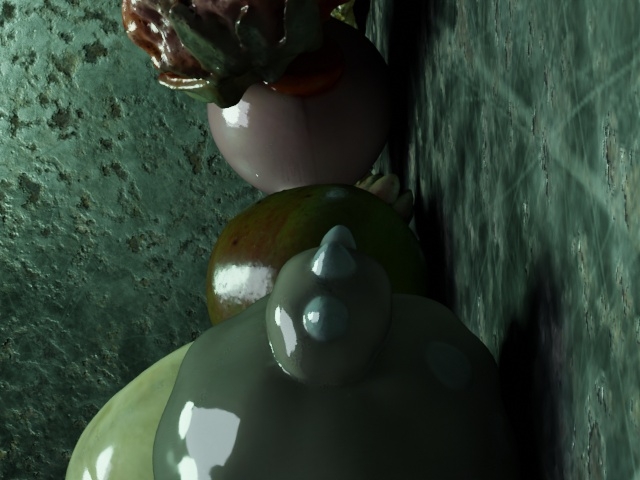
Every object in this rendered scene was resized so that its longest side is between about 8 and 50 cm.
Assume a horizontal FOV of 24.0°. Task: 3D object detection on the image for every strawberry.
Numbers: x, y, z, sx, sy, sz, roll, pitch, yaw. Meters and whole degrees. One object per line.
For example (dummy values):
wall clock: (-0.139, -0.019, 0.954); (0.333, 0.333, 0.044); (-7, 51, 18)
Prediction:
strawberry: (-0.054, -0.276, 1.212); (0.265, 0.149, 0.336); (-24, 41, 47)

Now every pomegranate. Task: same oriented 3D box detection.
pomegranate: (0.013, 0.024, 1.153); (0.209, 0.180, 0.180); (-50, -22, -34)

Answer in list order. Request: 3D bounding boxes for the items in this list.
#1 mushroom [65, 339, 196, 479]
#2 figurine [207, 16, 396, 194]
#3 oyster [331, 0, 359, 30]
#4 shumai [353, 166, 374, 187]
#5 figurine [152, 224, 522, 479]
mushroom: (-0.100, 0.255, 1.465); (0.353, 0.325, 0.353); (-34, 50, 51)
figurine: (-0.015, -0.114, 1.313); (0.173, 0.173, 0.173); (179, 90, -85)
oyster: (0.006, -0.238, 1.653); (0.345, 0.079, 0.128); (112, 165, -85)
shumai: (0.000, 0.000, 1.444); (0.145, 0.116, 0.145); (179, 90, -87)
figurine: (0.004, 0.153, 0.925); (0.380, 0.203, 0.248); (100, 165, -72)
